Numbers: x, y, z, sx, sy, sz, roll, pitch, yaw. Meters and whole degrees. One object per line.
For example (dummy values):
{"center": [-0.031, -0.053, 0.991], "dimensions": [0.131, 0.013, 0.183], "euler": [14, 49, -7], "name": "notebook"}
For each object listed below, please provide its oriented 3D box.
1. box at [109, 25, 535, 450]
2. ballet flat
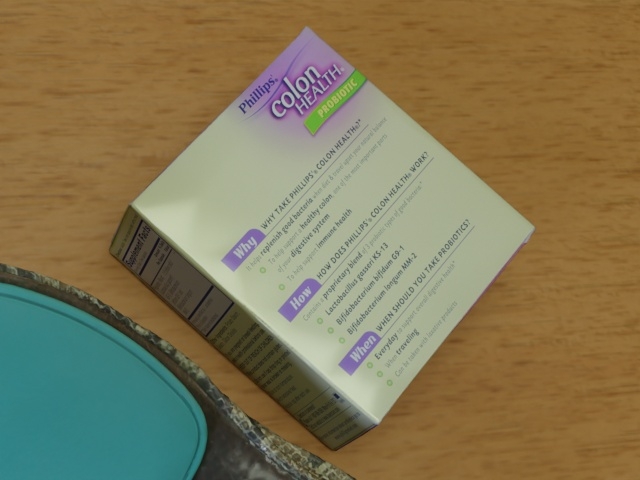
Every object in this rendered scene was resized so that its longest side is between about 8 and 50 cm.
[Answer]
{"center": [0.000, 0.000, 1.067], "dimensions": [0.243, 0.117, 0.213], "euler": [42, 65, -1], "name": "box"}
{"center": [-0.094, 0.171, 0.940], "dimensions": [0.483, 0.182, 0.164], "euler": [34, 84, -18], "name": "ballet flat"}
